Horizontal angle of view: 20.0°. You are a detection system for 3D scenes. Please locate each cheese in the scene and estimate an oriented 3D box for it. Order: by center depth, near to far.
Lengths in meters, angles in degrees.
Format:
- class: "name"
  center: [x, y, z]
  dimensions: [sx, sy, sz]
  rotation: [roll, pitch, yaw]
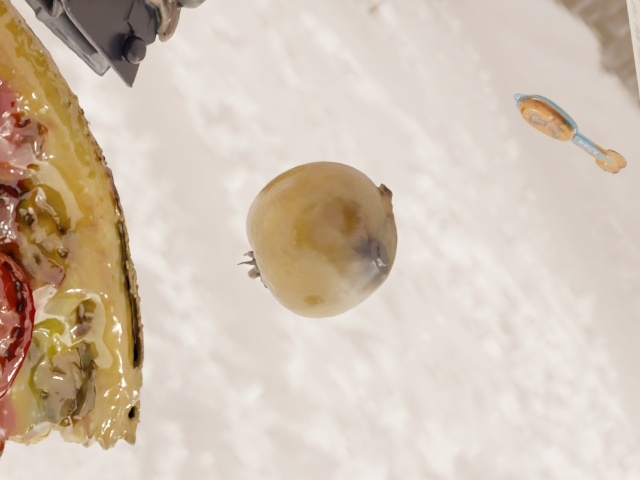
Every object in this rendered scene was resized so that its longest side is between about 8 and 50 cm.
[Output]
- class: "cheese"
  center: [0.209, -0.091, 1.526]
  dimensions: [0.111, 0.017, 0.047]
  rotation: [34, -18, -1]

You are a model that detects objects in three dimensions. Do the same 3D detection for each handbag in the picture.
- class: "handbag"
  center: [-0.203, -0.363, 2.166]
  dimensions: [0.118, 0.326, 0.269]
  rotation: [21, -13, 29]

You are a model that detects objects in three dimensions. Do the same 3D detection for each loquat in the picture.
- class: "loquat"
  center: [0.000, 0.000, 1.717]
  dimensions: [0.163, 0.163, 0.137]
  rotation: [34, 26, -57]

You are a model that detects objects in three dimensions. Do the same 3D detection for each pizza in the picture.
- class: "pizza"
  center: [-0.293, 0.054, 1.162]
  dimensions: [0.130, 0.406, 0.440]
  rotation: [18, -41, 45]

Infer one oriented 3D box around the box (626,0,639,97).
- class: "box"
  center: [0.314, -0.105, 1.320]
  dimensions: [0.330, 0.095, 0.210]
  rotation: [-110, -173, -65]
